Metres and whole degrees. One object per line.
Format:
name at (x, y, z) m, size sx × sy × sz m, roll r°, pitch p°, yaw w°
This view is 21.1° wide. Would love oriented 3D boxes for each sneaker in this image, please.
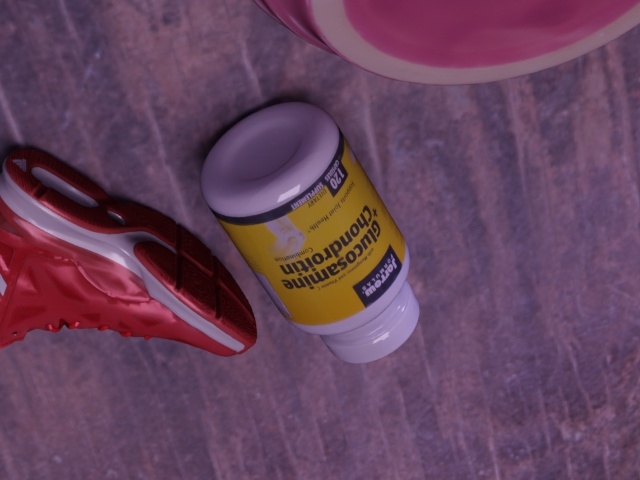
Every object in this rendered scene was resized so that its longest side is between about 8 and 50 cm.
sneaker at (-0.159, 0.037, 1.188) m, size 0.221 × 0.087 × 0.128 m, roll 37°, pitch 114°, yaw -23°

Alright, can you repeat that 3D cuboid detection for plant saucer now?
plant saucer at (0.107, -0.197, 1.029) m, size 0.332 × 0.084 × 0.332 m, roll -10°, pitch 151°, yaw -6°

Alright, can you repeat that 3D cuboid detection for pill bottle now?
pill bottle at (0.000, 0.000, 1.194) m, size 0.103 × 0.103 × 0.184 m, roll -31°, pitch 128°, yaw 2°
